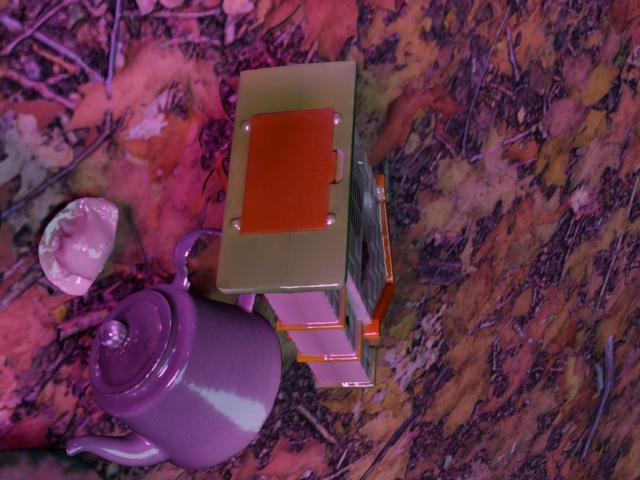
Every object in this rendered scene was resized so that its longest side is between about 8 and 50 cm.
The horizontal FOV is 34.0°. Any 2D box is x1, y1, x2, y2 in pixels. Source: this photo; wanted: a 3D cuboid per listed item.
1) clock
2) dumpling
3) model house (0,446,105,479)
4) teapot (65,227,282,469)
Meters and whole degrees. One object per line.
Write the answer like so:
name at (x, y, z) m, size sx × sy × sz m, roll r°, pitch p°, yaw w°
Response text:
clock at (0.000, 0.000, 0.977) m, size 0.255 × 0.106 × 0.219 m, roll 66°, pitch 25°, yaw -59°
dumpling at (-0.204, 0.003, 0.886) m, size 0.076 × 0.057 × 0.052 m, roll -57°, pitch -172°, yaw 40°
model house at (-0.310, 0.392, 0.829) m, size 0.342 × 0.334 × 0.382 m, roll -44°, pitch 168°, yaw 11°
teapot at (-0.138, 0.099, 0.947) m, size 0.149 × 0.162 × 0.239 m, roll 36°, pitch 83°, yaw -41°
